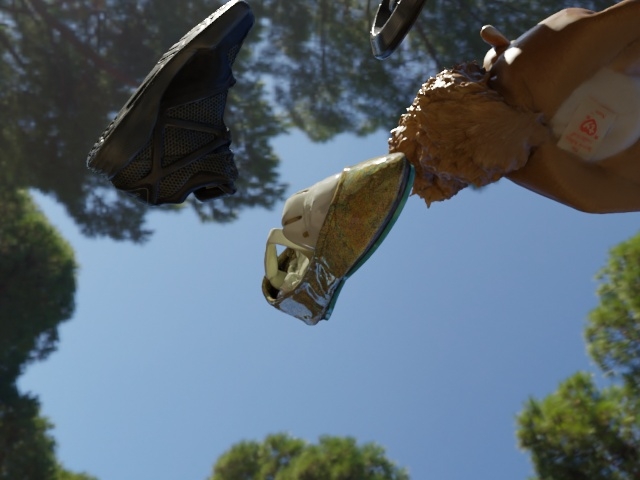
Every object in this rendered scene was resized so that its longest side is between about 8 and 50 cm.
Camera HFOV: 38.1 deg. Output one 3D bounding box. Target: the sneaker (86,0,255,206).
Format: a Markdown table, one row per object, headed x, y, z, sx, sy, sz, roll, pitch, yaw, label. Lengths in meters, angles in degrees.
| x | y | z | sx | sy | sz | roll | pitch | yaw | label |
| --- | --- | --- | --- | --- | --- | --- | --- | --- | --- |
| -0.115 | -0.126 | 0.919 | 0.227 | 0.130 | 0.087 | -58 | -157 | -17 | sneaker |

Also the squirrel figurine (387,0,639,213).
| x | y | z | sx | sy | sz | roll | pitch | yaw | label |
| --- | --- | --- | --- | --- | --- | --- | --- | --- | --- |
| 0.274 | -0.201 | 1.324 | 0.370 | 0.397 | 0.280 | -113 | -169 | -67 | squirrel figurine |

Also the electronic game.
| x | y | z | sx | sy | sz | roll | pitch | yaw | label |
| --- | --- | --- | --- | --- | --- | --- | --- | --- | --- |
| 0.140 | -0.386 | 1.434 | 0.229 | 0.048 | 0.229 | -60 | -168 | 22 | electronic game |

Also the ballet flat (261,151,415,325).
| x | y | z | sx | sy | sz | roll | pitch | yaw | label |
| --- | --- | --- | --- | --- | --- | --- | --- | --- | --- |
| 0.000 | 0.000 | 1.051 | 0.123 | 0.123 | 0.348 | 64 | -23 | 18 | ballet flat |
